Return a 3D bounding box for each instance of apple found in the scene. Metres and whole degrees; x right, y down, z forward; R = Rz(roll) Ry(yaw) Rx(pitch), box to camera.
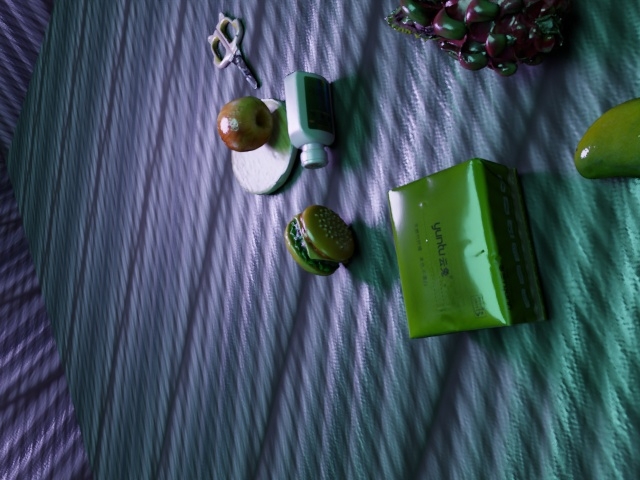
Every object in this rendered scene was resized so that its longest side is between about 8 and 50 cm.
[{"bbox_3d":[-0.194,-0.291,1.430,0.147,0.147,0.146,-4,85,46],"label":"apple"}]

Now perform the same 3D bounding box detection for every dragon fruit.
[{"bbox_3d":[0.267,-0.389,0.940,0.198,0.273,0.218,-137,61,-79],"label":"dragon fruit"}]

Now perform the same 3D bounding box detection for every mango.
[{"bbox_3d":[0.473,-0.152,0.832,0.191,0.086,0.122,6,95,45],"label":"mango"}]

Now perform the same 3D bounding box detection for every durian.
[{"bbox_3d":[0.230,-0.452,1.114,0.187,0.119,0.108,-26,107,46],"label":"durian"}]

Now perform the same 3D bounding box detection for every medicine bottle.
[{"bbox_3d":[-0.022,-0.280,1.329,0.078,0.115,0.219,-14,78,43],"label":"medicine bottle"}]

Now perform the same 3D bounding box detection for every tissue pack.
[{"bbox_3d":[0.251,0.022,0.990,0.200,0.167,0.274,-19,75,44],"label":"tissue pack"}]

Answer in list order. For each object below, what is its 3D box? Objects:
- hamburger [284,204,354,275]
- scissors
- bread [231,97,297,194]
[{"bbox_3d":[0.000,0.000,1.266,0.115,0.162,0.162,-39,61,32],"label":"hamburger"},{"bbox_3d":[-0.249,-0.542,1.645,0.160,0.024,0.317,-53,54,30],"label":"scissors"},{"bbox_3d":[-0.147,-0.249,1.510,0.267,0.041,0.266,-3,86,45],"label":"bread"}]
